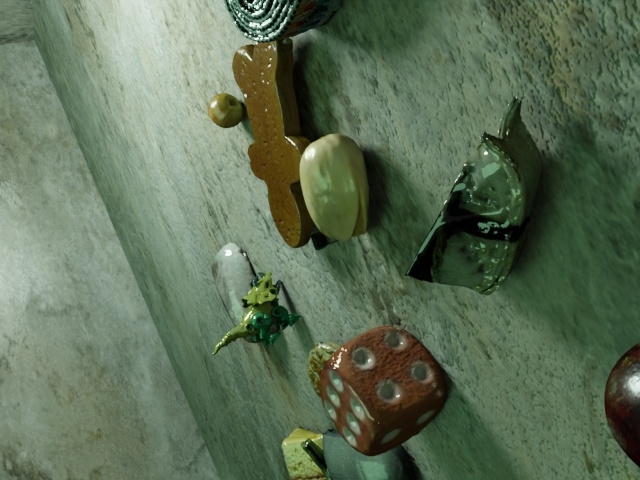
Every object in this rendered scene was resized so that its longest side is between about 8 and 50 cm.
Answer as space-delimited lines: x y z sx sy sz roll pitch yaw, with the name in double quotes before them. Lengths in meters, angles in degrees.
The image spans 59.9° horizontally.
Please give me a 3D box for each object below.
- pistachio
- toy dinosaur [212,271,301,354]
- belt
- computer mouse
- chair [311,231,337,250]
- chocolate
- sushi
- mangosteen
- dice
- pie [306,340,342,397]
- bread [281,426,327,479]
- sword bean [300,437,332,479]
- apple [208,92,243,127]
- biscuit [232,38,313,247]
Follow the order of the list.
"pistachio" 0.028 -0.088 0.986 0.145 0.117 0.200 -141 39 -63
"toy dinosaur" -0.161 0.207 1.392 0.153 0.259 0.094 40 152 -5
"belt" -0.060 -0.440 0.879 0.207 0.150 0.257 54 149 9
"computer mouse" 0.082 0.539 1.310 0.203 0.114 0.374 62 151 9
"chair" -0.002 0.001 1.173 0.086 0.042 0.037 -17 90 60
"chocolate" -0.240 0.161 1.621 0.303 0.100 0.185 66 154 11
"sushi" 0.230 -0.038 0.716 0.109 0.134 0.273 37 125 23
"mangosteen" 0.374 0.179 0.562 0.172 0.172 0.184 50 165 29
"dice" 0.112 0.281 1.033 0.174 0.179 0.175 49 143 31
"pie" 0.046 0.314 1.264 0.163 0.079 0.193 29 133 38
"bread" 0.016 0.649 1.578 0.178 0.135 0.240 -20 91 27
"sword bean" 0.039 0.642 1.474 0.269 0.043 0.038 56 169 1
"apple" -0.220 -0.305 1.301 0.071 0.084 0.084 -32 80 39
"biscuit" -0.078 -0.196 1.147 0.283 0.064 0.432 12 118 62
